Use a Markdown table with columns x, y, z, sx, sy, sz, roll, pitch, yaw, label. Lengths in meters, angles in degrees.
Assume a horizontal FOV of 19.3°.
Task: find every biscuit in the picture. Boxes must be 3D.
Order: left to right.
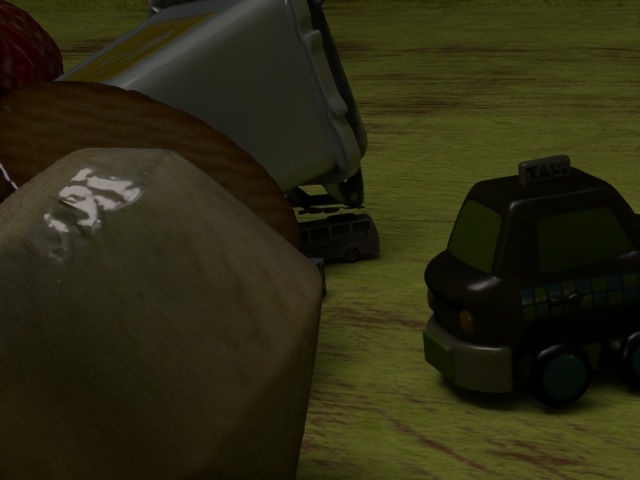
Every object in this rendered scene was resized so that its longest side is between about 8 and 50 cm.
| x | y | z | sx | sy | sz | roll | pitch | yaw | label |
| --- | --- | --- | --- | --- | --- | --- | --- | --- | --- |
| -0.164 | -0.044 | 1.722 | 0.318 | 0.040 | 0.318 | 23 | 29 | -14 | biscuit |

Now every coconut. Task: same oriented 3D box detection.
| x | y | z | sx | sy | sz | roll | pitch | yaw | label |
| --- | --- | --- | --- | --- | --- | --- | --- | --- | --- |
| -0.133 | 0.093 | 1.434 | 0.328 | 0.329 | 0.329 | -5 | 16 | 1 | coconut |

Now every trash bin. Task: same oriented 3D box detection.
| x | y | z | sx | sy | sz | roll | pitch | yaw | label |
| --- | --- | --- | --- | --- | --- | --- | --- | --- | --- |
| -0.150 | -0.101 | 2.024 | 0.255 | 0.296 | 0.367 | -2 | 24 | 44 | trash bin |

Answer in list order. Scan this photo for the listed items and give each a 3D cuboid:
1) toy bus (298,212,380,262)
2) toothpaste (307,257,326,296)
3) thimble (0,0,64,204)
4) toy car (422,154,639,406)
| x | y | z | sx | sy | sz | roll | pitch | yaw | label |
| --- | --- | --- | --- | --- | --- | --- | --- | --- | --- |
| 0.000 | 0.000 | 2.107 | 0.130 | 0.052 | 0.037 | -8 | 14 | -8 | toy bus |
| -0.082 | 0.041 | 2.007 | 0.178 | 0.043 | 0.037 | 1 | 14 | 21 | toothpaste |
| -0.446 | -0.107 | 2.142 | 0.350 | 0.350 | 0.230 | -4 | 14 | 6 | thimble |
| 0.215 | 0.022 | 1.684 | 0.247 | 0.198 | 0.204 | -9 | 15 | -15 | toy car |
